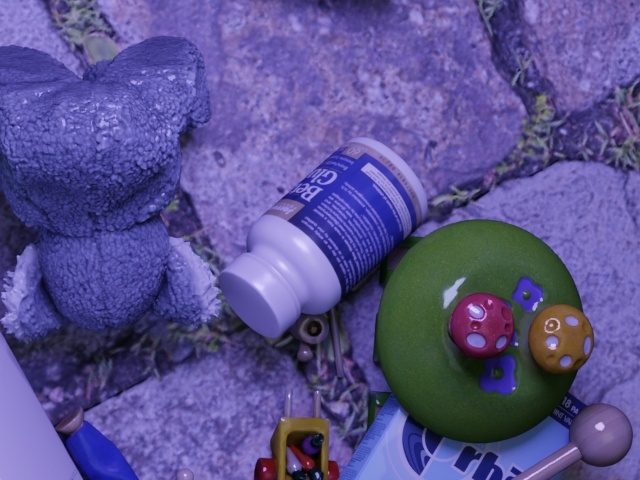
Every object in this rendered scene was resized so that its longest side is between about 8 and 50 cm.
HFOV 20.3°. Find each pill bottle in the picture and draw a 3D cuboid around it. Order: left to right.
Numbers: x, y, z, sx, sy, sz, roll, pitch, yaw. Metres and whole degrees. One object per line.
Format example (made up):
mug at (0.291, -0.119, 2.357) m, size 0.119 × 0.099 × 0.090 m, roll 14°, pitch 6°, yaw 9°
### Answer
pill bottle at (0.000, 0.000, 1.447) m, size 0.169 × 0.094 × 0.094 m, roll -42°, pitch 102°, yaw -25°

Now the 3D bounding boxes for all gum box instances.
gum box at (0.119, 0.178, 1.481) m, size 0.157 × 0.041 × 0.184 m, roll 35°, pitch 80°, yaw -16°

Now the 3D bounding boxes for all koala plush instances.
koala plush at (-0.173, -0.026, 1.372) m, size 0.196 × 0.203 × 0.221 m, roll -4°, pitch 111°, yaw -8°

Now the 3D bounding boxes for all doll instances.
doll at (-0.156, 0.225, 1.441) m, size 0.129 × 0.046 × 0.189 m, roll -38°, pitch 101°, yaw -12°

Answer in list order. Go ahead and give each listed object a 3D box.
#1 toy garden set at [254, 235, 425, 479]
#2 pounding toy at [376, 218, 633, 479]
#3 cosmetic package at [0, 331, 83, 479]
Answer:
toy garden set at (0.055, 0.116, 1.504) m, size 0.204 × 0.049 × 0.244 m, roll 5°, pitch 89°, yaw -17°
pounding toy at (0.156, 0.098, 1.414) m, size 0.183 × 0.110 × 0.237 m, roll -25°, pitch 97°, yaw -19°
cosmetic package at (-0.325, 0.099, 1.294) m, size 0.155 × 0.197 × 0.365 m, roll -28°, pitch 100°, yaw 7°
